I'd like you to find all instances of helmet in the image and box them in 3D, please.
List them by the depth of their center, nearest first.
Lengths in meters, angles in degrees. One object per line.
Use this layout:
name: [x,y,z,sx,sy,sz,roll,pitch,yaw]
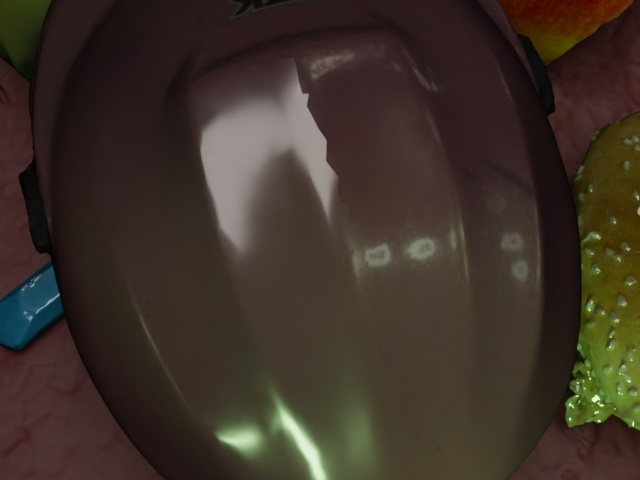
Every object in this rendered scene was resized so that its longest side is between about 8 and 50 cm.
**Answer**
helmet: [0.000,0.000,0.749,0.271,0.197,0.338,-12,116,-6]

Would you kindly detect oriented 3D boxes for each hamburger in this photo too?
hamburger: [0.220,0.007,0.840,0.189,0.122,0.215,8,75,5]

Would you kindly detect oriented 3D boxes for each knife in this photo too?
knife: [-0.074,-0.038,0.908,0.296,0.026,0.044,-39,76,-4]

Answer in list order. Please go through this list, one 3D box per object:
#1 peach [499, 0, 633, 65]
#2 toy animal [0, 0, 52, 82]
peach: [0.121,-0.169,0.883,0.151,0.118,0.151,-5,70,14]
toy animal: [-0.135,-0.247,0.873,0.191,0.216,0.338,-15,79,-29]
